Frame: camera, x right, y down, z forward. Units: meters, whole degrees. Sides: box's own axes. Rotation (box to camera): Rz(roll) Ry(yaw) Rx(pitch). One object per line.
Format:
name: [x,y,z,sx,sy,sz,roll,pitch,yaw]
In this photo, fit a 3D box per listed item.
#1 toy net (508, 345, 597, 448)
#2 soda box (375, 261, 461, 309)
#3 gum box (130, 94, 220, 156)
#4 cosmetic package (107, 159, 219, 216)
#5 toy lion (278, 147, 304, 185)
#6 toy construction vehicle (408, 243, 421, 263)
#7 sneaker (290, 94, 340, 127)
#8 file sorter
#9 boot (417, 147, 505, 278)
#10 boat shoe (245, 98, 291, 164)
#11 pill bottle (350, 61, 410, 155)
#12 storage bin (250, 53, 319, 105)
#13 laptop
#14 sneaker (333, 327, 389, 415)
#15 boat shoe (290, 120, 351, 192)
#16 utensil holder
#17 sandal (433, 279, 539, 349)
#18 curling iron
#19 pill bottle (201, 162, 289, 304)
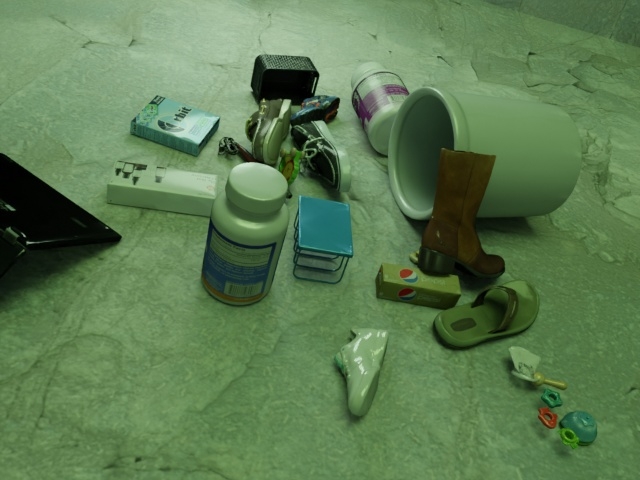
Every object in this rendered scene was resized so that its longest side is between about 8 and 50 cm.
toy net: [0.446,0.314,1.271,0.122,0.045,0.232,-16,49,-30]
soda box: [0.217,0.103,1.410,0.181,0.058,0.061,10,41,-8]
gum box: [-0.378,-0.304,1.663,0.184,0.041,0.157,19,41,1]
cosmetic package: [-0.357,-0.120,1.453,0.239,0.060,0.099,7,43,-12]
toy lion: [-0.081,-0.185,1.613,0.034,0.096,0.100,19,-3,-28]
toy construction vehicle: [0.268,0.034,1.521,0.098,0.035,0.086,-22,54,-36]
sneaker: [-0.028,-0.369,1.844,0.087,0.083,0.221,21,33,23]
file sorter: [0.000,0.000,1.412,0.118,0.104,0.170,9,41,-9]
boot: [0.350,-0.061,1.457,0.264,0.280,0.096,9,6,-25]
boat shoe: [-0.145,-0.294,1.674,0.097,0.116,0.324,8,33,3]
pill bottle: [0.186,-0.399,1.872,0.169,0.169,0.301,1,43,-18]
storage bin: [-0.107,-0.477,1.889,0.180,0.122,0.084,-4,46,-23]
laptop: [-0.694,0.005,1.230,0.382,0.236,0.408,32,14,16]
sneaker: [0.066,0.243,1.202,0.094,0.080,0.212,12,33,11]
boat shoe: [-0.006,-0.223,1.653,0.105,0.113,0.306,-7,43,-17]
utensil holder: [0.417,-0.214,1.639,0.385,0.327,0.327,0,44,-23]
sandal: [0.381,0.154,1.389,0.303,0.086,0.120,-17,52,-34]
curling iron: [-0.167,-0.181,1.607,0.068,0.035,0.274,-30,58,-36]
pill bottle: [-0.146,-0.014,1.247,0.152,0.272,0.152,10,41,-9]
